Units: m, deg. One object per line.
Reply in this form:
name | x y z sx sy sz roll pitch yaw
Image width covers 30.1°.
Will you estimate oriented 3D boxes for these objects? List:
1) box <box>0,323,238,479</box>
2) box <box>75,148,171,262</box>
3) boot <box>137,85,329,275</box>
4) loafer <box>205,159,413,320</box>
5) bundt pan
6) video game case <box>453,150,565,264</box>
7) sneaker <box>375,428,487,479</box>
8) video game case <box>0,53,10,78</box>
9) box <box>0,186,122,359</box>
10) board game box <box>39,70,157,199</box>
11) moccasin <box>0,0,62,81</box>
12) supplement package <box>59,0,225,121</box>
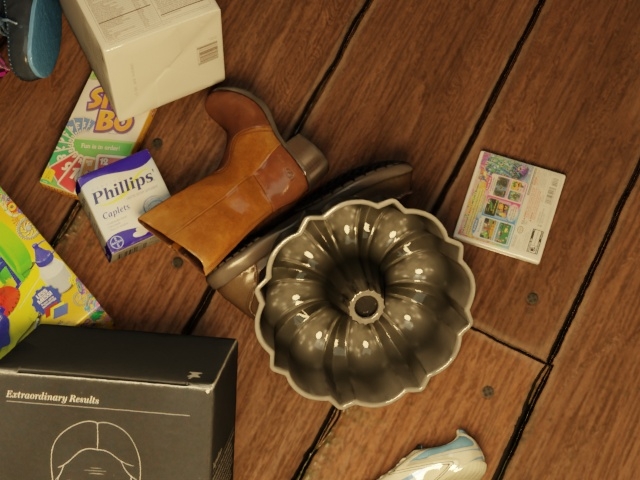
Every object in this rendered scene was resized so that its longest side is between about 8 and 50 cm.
box | -0.277 0.337 1.627 0.293 0.212 0.395 5 104 4
box | -0.306 -0.055 1.896 0.126 0.072 0.137 -25 82 -16
boot | -0.171 -0.098 1.879 0.280 0.096 0.264 -40 68 -21
loafer | 0.000 0.000 1.870 0.366 0.134 0.130 -33 100 2
bundt pan | 0.056 0.076 1.768 0.331 0.124 0.331 -3 110 -10
video game case | 0.304 -0.054 1.913 0.143 0.019 0.157 17 74 9
sneaker | 0.129 0.357 1.761 0.237 0.085 0.086 -25 46 -2
video game case | -0.652 -0.310 1.997 0.210 0.042 0.232 -38 73 16
box | -0.511 0.117 1.817 0.290 0.177 0.279 -41 73 -10
board game box | -0.356 -0.187 1.985 0.124 0.039 0.259 19 71 8
moccasin | -0.510 -0.408 2.031 0.117 0.138 0.342 -8 57 5
supplement package | -0.300 -0.378 1.935 0.198 0.199 0.263 -24 66 -14
